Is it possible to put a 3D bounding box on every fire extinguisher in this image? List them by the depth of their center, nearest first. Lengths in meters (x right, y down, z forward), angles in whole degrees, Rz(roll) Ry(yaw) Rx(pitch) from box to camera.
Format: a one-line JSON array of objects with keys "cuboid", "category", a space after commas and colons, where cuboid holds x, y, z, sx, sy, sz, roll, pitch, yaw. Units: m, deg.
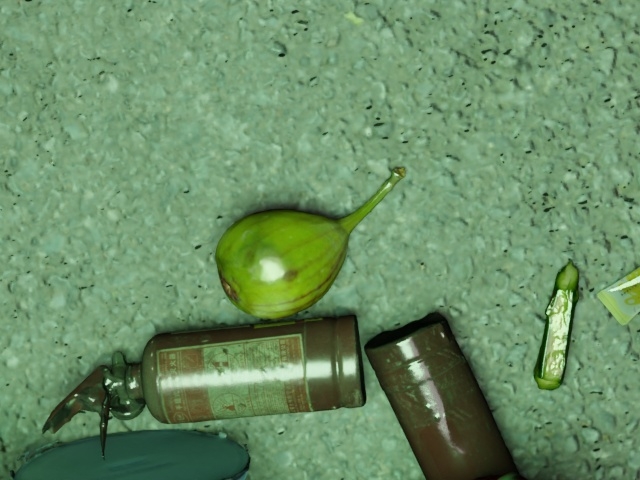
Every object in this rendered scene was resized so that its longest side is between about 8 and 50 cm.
[{"cuboid": [-0.092, 0.111, 1.400, 0.252, 0.106, 0.075, -5, 108, 2], "category": "fire extinguisher"}, {"cuboid": [0.129, 0.185, 1.429, 0.089, 0.072, 0.268, -30, 98, -34], "category": "fire extinguisher"}]

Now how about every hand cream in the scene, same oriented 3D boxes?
[{"cuboid": [0.271, 0.026, 1.422, 0.102, 0.022, 0.035, -38, 101, 11], "category": "hand cream"}]

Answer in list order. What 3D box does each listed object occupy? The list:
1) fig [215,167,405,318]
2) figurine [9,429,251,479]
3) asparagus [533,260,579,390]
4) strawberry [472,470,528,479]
[{"cuboid": [0.000, 0.007, 1.394, 0.166, 0.093, 0.093, -18, 98, 0], "category": "fig"}, {"cuboid": [-0.111, 0.362, 1.384, 0.276, 0.248, 0.388, -6, 102, -22], "category": "figurine"}, {"cuboid": [0.189, 0.069, 1.429, 0.025, 0.021, 0.108, 10, 99, 1], "category": "asparagus"}, {"cuboid": [0.131, 0.354, 1.278, 0.291, 0.292, 0.310, -29, 96, 5], "category": "strawberry"}]
